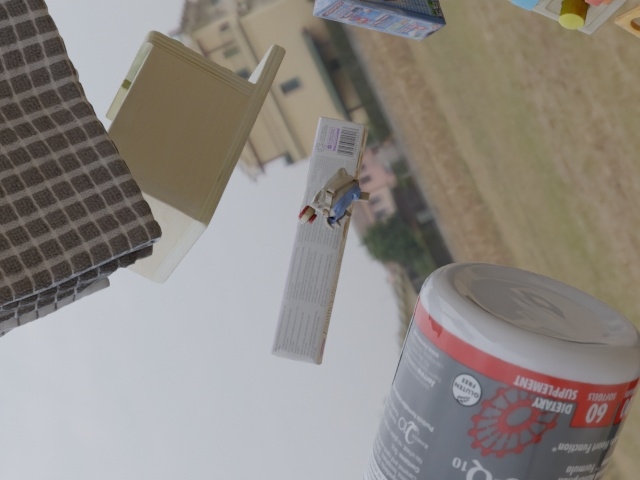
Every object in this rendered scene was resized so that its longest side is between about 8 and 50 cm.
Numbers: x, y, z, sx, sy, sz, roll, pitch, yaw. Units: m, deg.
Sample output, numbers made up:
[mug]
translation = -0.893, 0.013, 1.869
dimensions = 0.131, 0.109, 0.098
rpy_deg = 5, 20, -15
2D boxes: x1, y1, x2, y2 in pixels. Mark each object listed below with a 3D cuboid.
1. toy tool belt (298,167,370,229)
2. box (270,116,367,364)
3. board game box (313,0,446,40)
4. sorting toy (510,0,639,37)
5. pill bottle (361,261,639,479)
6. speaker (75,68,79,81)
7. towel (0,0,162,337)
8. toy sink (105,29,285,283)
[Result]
[toy tool belt]
translation = 0.018, -0.040, 1.386
dimensions = 0.051, 0.083, 0.052
rpy_deg = 39, 153, 3
[box]
translation = 0.000, 0.000, 1.594
dimensions = 0.063, 0.067, 0.324
rpy_deg = 43, -123, -81
[board game box]
translation = 0.062, -0.372, 1.669
dimensions = 0.194, 0.060, 0.194
rpy_deg = -12, -99, -42
[sorting toy]
translation = 0.335, -0.347, 1.662
dimensions = 0.196, 0.348, 0.047
rpy_deg = 136, 153, -69
[pill bottle]
translation = 0.148, 0.221, 1.120
dimensions = 0.210, 0.210, 0.363
rpy_deg = -103, 27, -70
[speaker]
translation = -0.406, -0.235, 1.670
dimensions = 0.136, 0.055, 0.055
rpy_deg = 17, -140, -43
[towel]
translation = -0.274, -0.043, 0.868
dimensions = 0.235, 0.284, 0.121
rpy_deg = 58, 143, 7
[toy sink]
translation = -0.151, -0.104, 1.196
dimensions = 0.131, 0.234, 0.153
rpy_deg = 28, 149, -11
